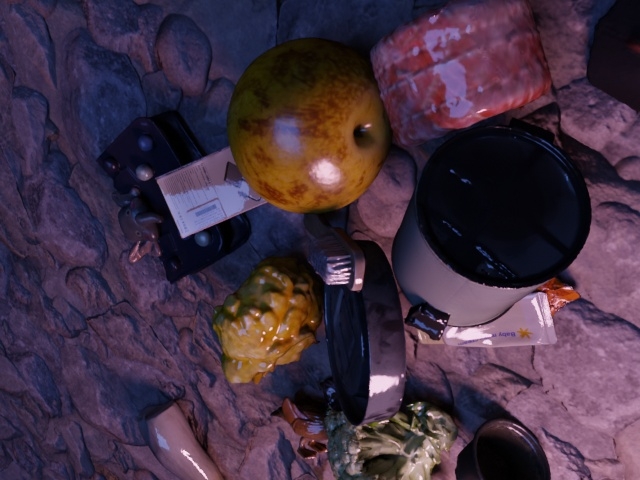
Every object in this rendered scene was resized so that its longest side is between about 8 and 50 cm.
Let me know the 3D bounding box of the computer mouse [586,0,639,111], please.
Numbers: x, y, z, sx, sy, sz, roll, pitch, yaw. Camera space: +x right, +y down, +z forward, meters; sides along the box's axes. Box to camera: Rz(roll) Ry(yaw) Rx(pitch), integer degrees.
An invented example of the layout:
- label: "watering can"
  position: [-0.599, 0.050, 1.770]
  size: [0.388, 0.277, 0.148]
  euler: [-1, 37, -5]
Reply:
- label: "computer mouse"
  position: [0.480, -0.214, 0.812]
  size: [0.295, 0.087, 0.168]
  euler: [30, 127, 20]

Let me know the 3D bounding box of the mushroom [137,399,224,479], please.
- label: "mushroom"
  position: [-0.344, 0.559, 1.669]
  size: [0.329, 0.122, 0.159]
  euler: [54, 164, 2]

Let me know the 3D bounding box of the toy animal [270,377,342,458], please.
- label: "toy animal"
  position: [-0.026, 0.365, 1.396]
  size: [0.188, 0.089, 0.179]
  euler: [13, 100, 27]

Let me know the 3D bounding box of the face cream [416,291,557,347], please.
- label: "face cream"
  position: [0.279, 0.140, 1.110]
  size: [0.224, 0.070, 0.114]
  euler: [-5, 125, 29]

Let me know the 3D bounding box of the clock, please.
- label: "clock"
  position: [0.068, 0.153, 1.119]
  size: [0.066, 0.319, 0.319]
  euler: [-4, 115, -11]

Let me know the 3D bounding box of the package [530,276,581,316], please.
- label: "package"
  position: [0.358, 0.073, 1.051]
  size: [0.111, 0.033, 0.077]
  euler: [46, 117, 0]

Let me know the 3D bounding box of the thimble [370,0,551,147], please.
- label: "thimble"
  position: [0.191, -0.231, 0.899]
  size: [0.239, 0.239, 0.162]
  euler: [-18, 96, 36]

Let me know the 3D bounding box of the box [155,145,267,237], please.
- label: "box"
  position: [-0.177, -0.108, 1.241]
  size: [0.247, 0.033, 0.129]
  euler: [-22, 94, 5]

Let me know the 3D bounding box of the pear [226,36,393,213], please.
- label: "pear"
  position: [-0.021, -0.178, 1.034]
  size: [0.280, 0.281, 0.281]
  euler: [13, 117, 27]

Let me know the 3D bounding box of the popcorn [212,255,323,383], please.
- label: "popcorn"
  position: [-0.094, 0.160, 1.254]
  size: [0.192, 0.233, 0.266]
  euler: [26, 97, 13]

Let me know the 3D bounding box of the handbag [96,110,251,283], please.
- label: "handbag"
  position: [-0.331, -0.077, 1.367]
  size: [0.269, 0.118, 0.326]
  euler: [-31, 91, 38]

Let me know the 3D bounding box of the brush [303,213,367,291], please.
- label: "brush"
  position: [0.000, 0.000, 1.091]
  size: [0.065, 0.327, 0.070]
  euler: [-1, 109, -13]

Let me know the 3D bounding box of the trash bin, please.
- label: "trash bin"
  position: [0.222, -0.007, 0.914]
  size: [0.217, 0.277, 0.262]
  euler: [26, 165, 7]

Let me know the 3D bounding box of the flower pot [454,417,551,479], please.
- label: "flower pot"
  position: [0.316, 0.412, 1.163]
  size: [0.157, 0.157, 0.107]
  euler: [42, 139, 10]

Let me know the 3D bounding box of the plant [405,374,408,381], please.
- label: "plant"
  position: [0.120, 0.260, 1.272]
  size: [0.102, 0.051, 0.051]
  euler: [19, 120, 18]

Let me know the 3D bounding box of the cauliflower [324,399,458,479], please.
- label: "cauliflower"
  position: [0.148, 0.407, 1.249]
  size: [0.250, 0.275, 0.272]
  euler: [-44, 49, 2]
